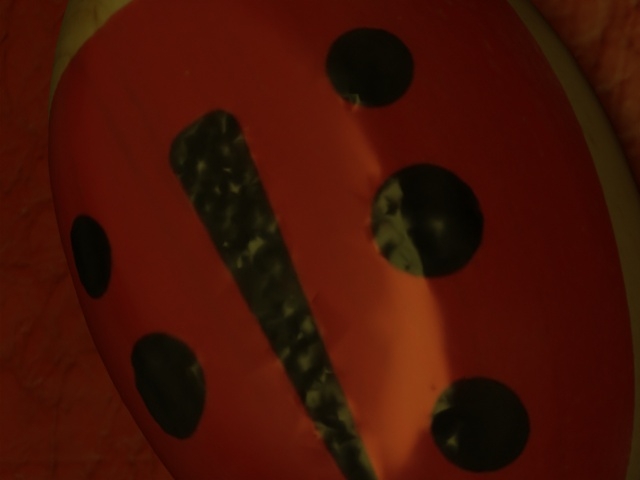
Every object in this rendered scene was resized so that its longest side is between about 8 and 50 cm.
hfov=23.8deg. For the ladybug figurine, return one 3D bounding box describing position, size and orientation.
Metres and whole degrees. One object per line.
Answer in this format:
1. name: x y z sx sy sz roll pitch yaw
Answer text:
1. ladybug figurine: 0.000 0.000 0.776 0.305 0.162 0.449 -36 73 19
